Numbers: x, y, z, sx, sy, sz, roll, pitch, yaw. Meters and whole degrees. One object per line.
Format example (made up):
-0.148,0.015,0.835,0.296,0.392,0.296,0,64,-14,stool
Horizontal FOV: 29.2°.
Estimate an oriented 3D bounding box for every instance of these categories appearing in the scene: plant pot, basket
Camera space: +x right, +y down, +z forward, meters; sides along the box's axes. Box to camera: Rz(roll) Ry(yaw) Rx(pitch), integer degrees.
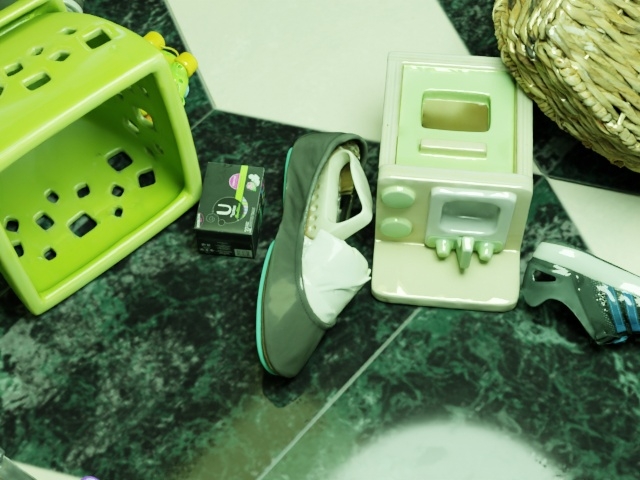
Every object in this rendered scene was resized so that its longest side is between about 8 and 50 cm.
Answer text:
-0.279,-0.103,1.226,0.227,0.228,0.207,-38,57,-20,plant pot
0.318,-0.185,1.258,0.299,0.223,0.213,28,89,-21,basket

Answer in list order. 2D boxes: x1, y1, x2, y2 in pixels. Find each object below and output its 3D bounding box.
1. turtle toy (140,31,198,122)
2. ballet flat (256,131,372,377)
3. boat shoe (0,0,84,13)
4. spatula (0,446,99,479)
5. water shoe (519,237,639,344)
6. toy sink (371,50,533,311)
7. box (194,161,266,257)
-0.199,-0.178,1.357,0.130,0.066,0.095,34,63,20,turtle toy
0.000,0.000,1.217,0.096,0.095,0.280,-13,54,29,ballet flat
-0.376,-0.300,1.426,0.228,0.081,0.068,10,63,10,boat shoe
-0.284,0.217,1.135,0.296,0.030,0.084,30,66,18,spatula
0.295,0.070,1.207,0.203,0.073,0.080,26,96,9,water shoe
0.134,-0.064,1.244,0.153,0.131,0.234,5,59,4,toy sink
-0.092,-0.031,1.273,0.062,0.052,0.083,6,60,4,box
